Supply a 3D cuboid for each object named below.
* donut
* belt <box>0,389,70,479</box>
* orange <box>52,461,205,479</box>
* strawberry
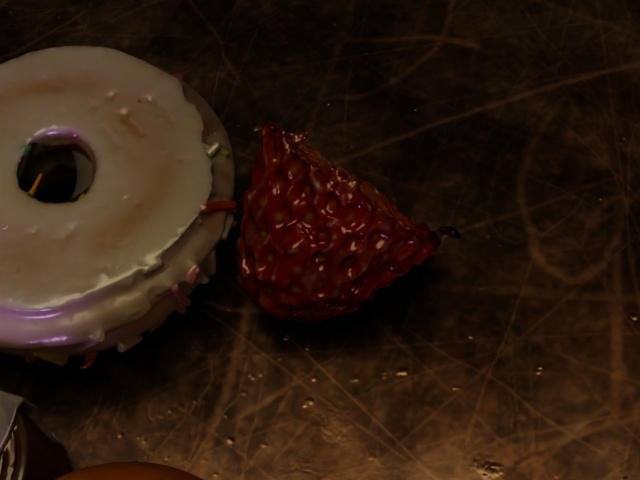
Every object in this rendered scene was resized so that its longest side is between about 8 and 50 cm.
[{"bbox_3d":[-0.268,-0.039,1.157,0.382,0.142,0.383,-2,58,4],"label":"donut"},{"bbox_3d":[-0.401,0.261,0.994,0.338,0.122,0.217,-26,61,-9],"label":"belt"},{"bbox_3d":[-0.153,0.305,0.859,0.261,0.261,0.261,-3,57,4],"label":"orange"},{"bbox_3d":[0.000,0.000,1.115,0.234,0.234,0.178,38,98,25],"label":"strawberry"}]
